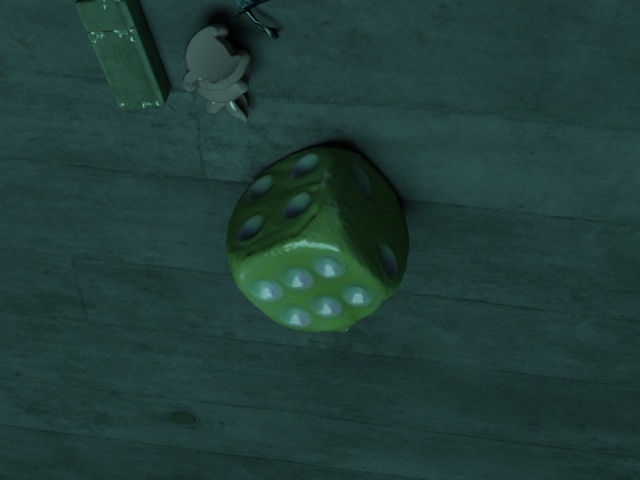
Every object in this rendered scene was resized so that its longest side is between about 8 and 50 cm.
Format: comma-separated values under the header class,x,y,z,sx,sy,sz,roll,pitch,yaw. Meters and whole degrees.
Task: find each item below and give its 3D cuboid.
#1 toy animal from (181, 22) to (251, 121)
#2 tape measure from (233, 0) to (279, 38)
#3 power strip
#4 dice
class,x,y,z,sx,sy,sz,roll,pitch,yaw
toy animal,-0.168,-0.280,1.893,0.124,0.124,0.212,7,171,4
tape measure,-0.092,-0.401,1.779,0.107,0.104,0.180,-30,163,10
power strip,-0.336,-0.341,1.883,0.093,0.053,0.288,0,137,15
dice,0.000,0.000,2.040,0.252,0.250,0.254,-23,129,33
